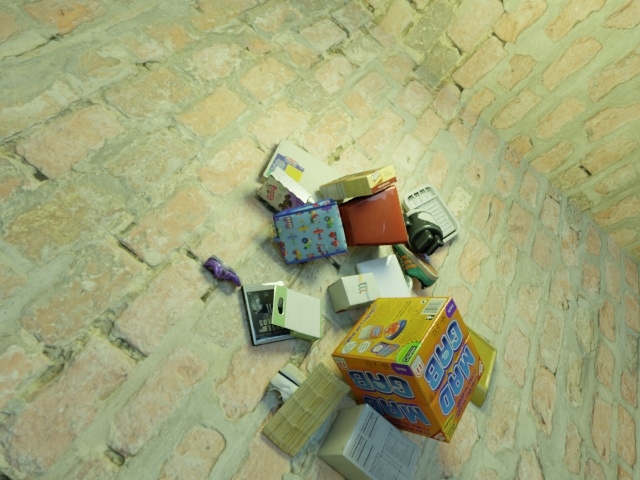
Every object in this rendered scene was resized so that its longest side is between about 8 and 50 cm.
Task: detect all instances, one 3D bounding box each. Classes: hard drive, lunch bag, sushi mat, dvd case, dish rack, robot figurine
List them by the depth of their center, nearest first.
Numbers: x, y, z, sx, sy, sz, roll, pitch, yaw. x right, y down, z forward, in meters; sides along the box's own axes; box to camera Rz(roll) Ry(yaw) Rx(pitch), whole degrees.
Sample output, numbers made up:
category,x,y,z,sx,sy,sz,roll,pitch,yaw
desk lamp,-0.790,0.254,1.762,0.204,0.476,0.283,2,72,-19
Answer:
category,x,y,z,sx,sy,sz,roll,pitch,yaw
sushi mat,-0.048,0.600,1.447,0.151,0.019,0.316,44,79,-4
dvd case,-0.205,0.283,1.603,0.180,0.029,0.238,-3,66,-31
lunch bag,-0.057,-0.031,1.712,0.294,0.138,0.220,-15,105,-3
hard drive,0.305,0.231,1.877,0.203,0.040,0.307,-13,71,-16
robot figurine,0.506,-0.047,2.014,0.278,0.174,0.209,-96,166,-56
dish rack,0.607,-0.137,2.255,0.286,0.072,0.332,-27,80,-37

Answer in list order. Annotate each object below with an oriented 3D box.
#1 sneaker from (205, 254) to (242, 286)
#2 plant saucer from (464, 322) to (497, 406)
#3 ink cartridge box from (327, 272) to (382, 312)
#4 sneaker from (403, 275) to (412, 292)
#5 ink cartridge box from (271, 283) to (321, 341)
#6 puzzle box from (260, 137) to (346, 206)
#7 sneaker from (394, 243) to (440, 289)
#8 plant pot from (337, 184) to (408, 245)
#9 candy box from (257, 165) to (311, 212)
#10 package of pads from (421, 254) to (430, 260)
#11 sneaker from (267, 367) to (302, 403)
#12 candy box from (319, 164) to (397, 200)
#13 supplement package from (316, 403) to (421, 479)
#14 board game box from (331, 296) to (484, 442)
category,x,y,z,sx,sy,sz,roll,pitch,yaw
sneaker,-0.376,0.130,1.578,0.170,0.068,0.071,38,68,4
plant saucer,0.709,0.557,1.941,0.333,0.081,0.332,39,53,-6
ink cartridge box,0.149,0.228,1.768,0.176,0.128,0.127,-5,67,-32
sneaker,0.391,0.234,1.945,0.076,0.065,0.166,23,54,-12
ink cartridge box,-0.100,0.288,1.607,0.235,0.056,0.171,23,50,-30
puzzle box,-0.063,-0.296,1.974,0.409,0.052,0.271,29,55,-13
sneaker,0.448,0.113,2.017,0.108,0.121,0.302,0,43,-46
plant pot,0.208,-0.090,1.870,0.236,0.267,0.266,-14,94,-19
candy box,-0.162,-0.205,1.798,0.196,0.165,0.070,39,52,-6
package of pads,0.535,0.073,2.116,0.032,0.050,0.083,-8,69,-32
sneaker,-0.086,0.574,1.493,0.235,0.090,0.094,40,68,-3
candy box,0.166,-0.256,1.849,0.183,0.317,0.087,-28,105,-37
supplement package,0.172,0.757,1.455,0.263,0.199,0.198,41,52,-4
board game box,0.338,0.461,1.544,0.356,0.357,0.356,-42,112,-38
